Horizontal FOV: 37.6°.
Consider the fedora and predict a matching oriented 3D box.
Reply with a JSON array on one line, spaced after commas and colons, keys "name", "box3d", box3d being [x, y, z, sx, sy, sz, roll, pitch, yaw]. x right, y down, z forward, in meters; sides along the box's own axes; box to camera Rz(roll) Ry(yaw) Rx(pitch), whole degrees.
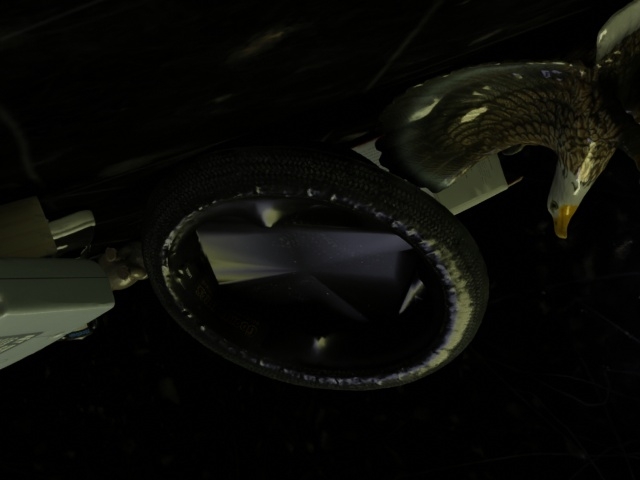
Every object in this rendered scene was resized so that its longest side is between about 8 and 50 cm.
[{"name": "fedora", "box3d": [0.000, 0.000, 0.925, 0.334, 0.334, 0.152, -19, -146, 28]}]

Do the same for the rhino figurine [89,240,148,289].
[{"name": "rhino figurine", "box3d": [-0.323, 0.037, 1.613, 0.243, 0.073, 0.106, -21, 176, 22]}]

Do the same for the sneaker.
[{"name": "sneaker", "box3d": [-0.259, 0.043, 0.967, 0.079, 0.121, 0.217, -20, -179, -22]}]

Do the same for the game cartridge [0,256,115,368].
[{"name": "game cartridge", "box3d": [-0.316, 0.088, 0.708, 0.297, 0.062, 0.198, -25, 175, 14]}]

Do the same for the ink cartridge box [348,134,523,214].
[{"name": "ink cartridge box", "box3d": [0.087, -0.074, 1.324, 0.309, 0.130, 0.272, -19, -178, 37]}]

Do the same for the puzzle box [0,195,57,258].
[{"name": "puzzle box", "box3d": [-0.390, 0.083, 0.839, 0.272, 0.052, 0.409, -20, 171, -25]}]

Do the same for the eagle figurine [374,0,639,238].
[{"name": "eagle figurine", "box3d": [0.218, -0.115, 0.865, 0.226, 0.225, 0.298, 36, 174, -41]}]
